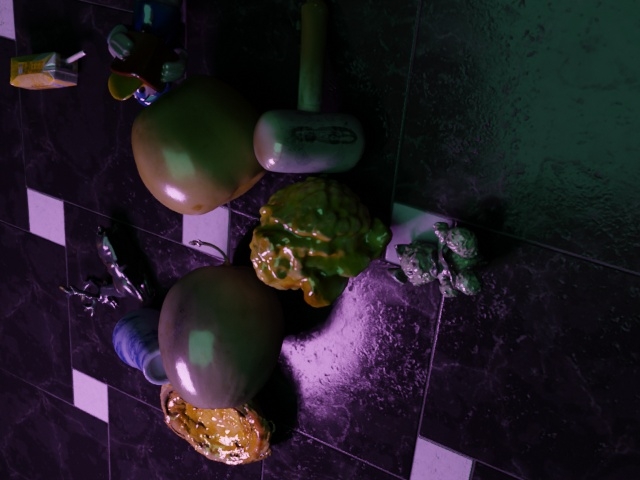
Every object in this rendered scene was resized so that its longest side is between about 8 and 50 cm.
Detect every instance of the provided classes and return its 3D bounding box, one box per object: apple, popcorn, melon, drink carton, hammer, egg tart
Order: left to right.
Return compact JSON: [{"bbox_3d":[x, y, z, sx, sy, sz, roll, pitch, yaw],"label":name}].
[{"bbox_3d":[-0.580,-0.369,1.806,0.200,0.084,0.074,3,88,32],"label":"drink carton"},{"bbox_3d":[-0.216,-0.176,1.541,0.262,0.262,0.262,13,116,28],"label":"apple"},{"bbox_3d":[-0.203,0.187,1.691,0.272,0.272,0.308,28,91,20],"label":"melon"},{"bbox_3d":[-0.220,0.384,1.877,0.291,0.107,0.290,12,130,15],"label":"egg tart"},{"bbox_3d":[-0.018,-0.271,1.457,0.113,0.202,0.305,6,97,57],"label":"hammer"},{"bbox_3d":[0.000,0.000,1.528,0.252,0.206,0.237,15,102,7],"label":"popcorn"}]

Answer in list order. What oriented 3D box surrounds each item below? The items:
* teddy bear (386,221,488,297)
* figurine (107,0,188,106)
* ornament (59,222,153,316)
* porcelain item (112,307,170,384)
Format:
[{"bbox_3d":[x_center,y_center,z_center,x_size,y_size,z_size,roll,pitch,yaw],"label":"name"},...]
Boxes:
[{"bbox_3d":[0.223,0.034,1.469,0.213,0.111,0.133,-5,86,58],"label":"teddy bear"},{"bbox_3d":[-0.303,-0.365,1.566,0.205,0.283,0.338,7,142,-13],"label":"figurine"},{"bbox_3d":[-0.524,0.077,1.960,0.236,0.080,0.202,-19,103,37],"label":"ornament"},{"bbox_3d":[-0.381,0.234,1.865,0.259,0.141,0.141,27,129,60],"label":"porcelain item"}]
